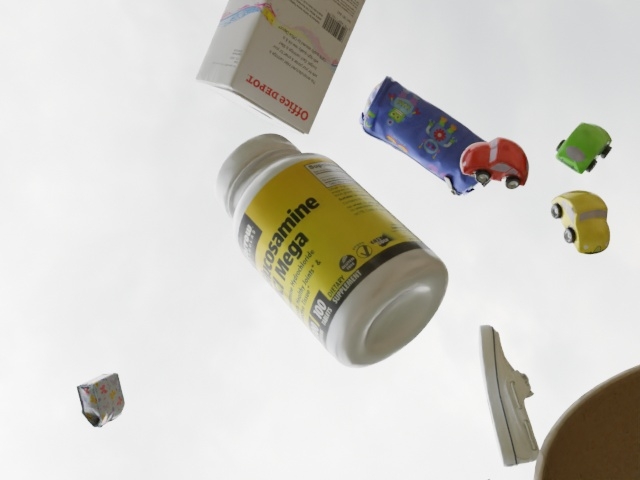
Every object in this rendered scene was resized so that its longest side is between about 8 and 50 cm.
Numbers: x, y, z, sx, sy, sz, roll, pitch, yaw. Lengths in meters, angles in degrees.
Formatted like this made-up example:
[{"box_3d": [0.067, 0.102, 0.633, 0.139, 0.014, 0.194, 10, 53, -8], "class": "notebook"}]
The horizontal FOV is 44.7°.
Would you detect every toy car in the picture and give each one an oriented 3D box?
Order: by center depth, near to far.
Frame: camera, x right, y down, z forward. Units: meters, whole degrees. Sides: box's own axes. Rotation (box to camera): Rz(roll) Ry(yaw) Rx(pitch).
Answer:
[{"box_3d": [0.349, -0.112, 1.108, 0.239, 0.053, 0.225, 39, -122, 18], "class": "toy car"}]

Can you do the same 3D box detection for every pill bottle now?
[{"box_3d": [0.000, 0.000, 1.068, 0.188, 0.187, 0.334, -11, -135, -42], "class": "pill bottle"}]

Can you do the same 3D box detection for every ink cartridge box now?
[{"box_3d": [-0.066, -0.352, 1.352, 0.201, 0.117, 0.278, 25, -93, -46], "class": "ink cartridge box"}]

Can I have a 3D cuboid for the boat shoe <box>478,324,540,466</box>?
[{"box_3d": [0.346, 0.277, 1.420, 0.095, 0.084, 0.258, 33, -133, -82], "class": "boat shoe"}]

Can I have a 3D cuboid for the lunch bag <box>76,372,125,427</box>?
[{"box_3d": [-0.396, 0.290, 1.407, 0.071, 0.053, 0.083, -23, -81, -62], "class": "lunch bag"}]

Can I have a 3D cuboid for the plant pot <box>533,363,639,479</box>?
[{"box_3d": [0.252, 0.193, 0.358, 0.284, 0.284, 0.190, -27, -65, -41], "class": "plant pot"}]

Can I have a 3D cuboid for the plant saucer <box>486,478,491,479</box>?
[{"box_3d": [0.245, 0.485, 1.275, 0.195, 0.037, 0.194, -42, -32, -34], "class": "plant saucer"}]

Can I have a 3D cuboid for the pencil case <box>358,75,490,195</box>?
[{"box_3d": [0.222, -0.210, 1.622, 0.306, 0.119, 0.133, 35, -103, 2], "class": "pencil case"}]
